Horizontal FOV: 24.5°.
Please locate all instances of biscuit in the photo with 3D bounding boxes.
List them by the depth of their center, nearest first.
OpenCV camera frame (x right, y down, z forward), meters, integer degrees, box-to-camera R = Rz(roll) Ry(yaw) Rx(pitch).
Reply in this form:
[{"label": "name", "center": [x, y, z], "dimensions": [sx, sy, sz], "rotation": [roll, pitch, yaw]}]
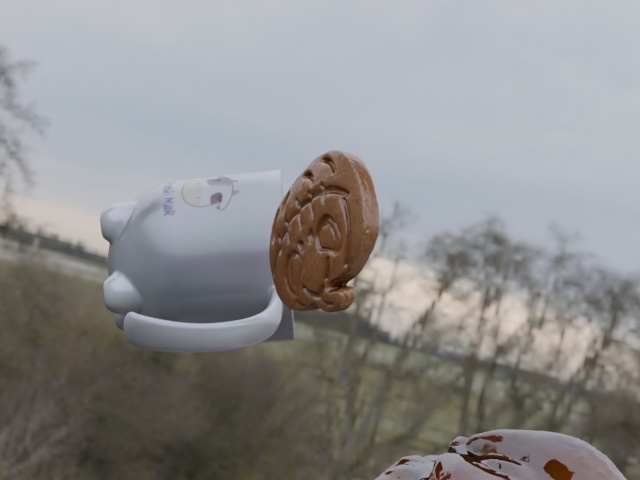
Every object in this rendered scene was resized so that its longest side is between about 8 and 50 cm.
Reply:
[{"label": "biscuit", "center": [0.000, 0.000, 0.719], "dimensions": [0.015, 0.078, 0.091], "rotation": [6, -36, -30]}]

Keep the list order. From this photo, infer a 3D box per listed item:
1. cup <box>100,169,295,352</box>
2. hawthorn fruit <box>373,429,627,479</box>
[{"label": "cup", "center": [-0.093, 0.034, 1.132], "dimensions": [0.141, 0.174, 0.134], "rotation": [-5, -33, -2]}, {"label": "hawthorn fruit", "center": [0.130, 0.257, 0.995], "dimensions": [0.224, 0.261, 0.224], "rotation": [-25, 3, 1]}]
